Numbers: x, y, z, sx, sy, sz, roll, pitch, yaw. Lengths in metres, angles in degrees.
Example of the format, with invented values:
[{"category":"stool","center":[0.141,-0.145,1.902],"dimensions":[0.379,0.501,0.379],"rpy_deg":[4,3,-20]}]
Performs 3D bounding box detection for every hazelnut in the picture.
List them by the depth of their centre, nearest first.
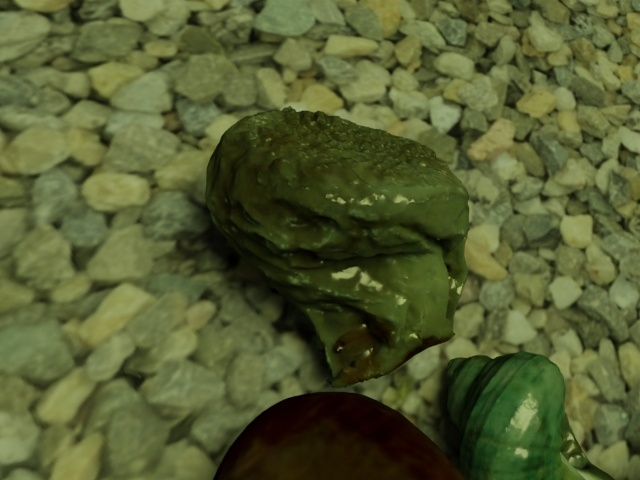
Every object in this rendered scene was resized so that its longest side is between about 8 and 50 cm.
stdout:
[{"category":"hazelnut","center":[0.034,0.223,0.493],"dimensions":[0.218,0.218,0.233],"rpy_deg":[-10,73,-27]}]

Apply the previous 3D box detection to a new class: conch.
[{"category":"conch","center":[0.196,0.190,0.631],"dimensions":[0.176,0.122,0.188],"rpy_deg":[-6,72,-48]}]

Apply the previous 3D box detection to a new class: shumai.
[{"category":"shumai","center":[0.000,0.000,0.619],"dimensions":[0.225,0.221,0.261],"rpy_deg":[-9,35,-39]}]
